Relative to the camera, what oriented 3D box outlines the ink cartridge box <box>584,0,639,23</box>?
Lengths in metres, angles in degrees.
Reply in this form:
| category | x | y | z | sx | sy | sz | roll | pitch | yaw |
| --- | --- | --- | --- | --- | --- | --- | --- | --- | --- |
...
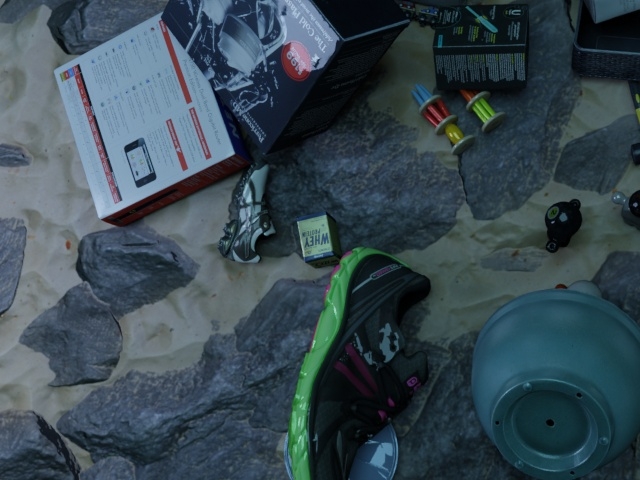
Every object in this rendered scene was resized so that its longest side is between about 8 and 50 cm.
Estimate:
| category | x | y | z | sx | sy | sz | roll | pitch | yaw |
| --- | --- | --- | --- | --- | --- | --- | --- | --- | --- |
| ink cartridge box | 0.551 | -0.513 | 1.704 | 0.239 | 0.060 | 0.275 | -16 | 47 | 9 |

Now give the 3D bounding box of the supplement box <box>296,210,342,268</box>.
| category | x | y | z | sx | sy | sz | roll | pitch | yaw |
| --- | --- | --- | --- | --- | --- | --- | --- | --- | --- |
| supplement box | 0.000 | 0.000 | 1.777 | 0.056 | 0.083 | 0.083 | -13 | 77 | 12 |

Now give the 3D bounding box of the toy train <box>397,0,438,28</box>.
| category | x | y | z | sx | sy | sz | roll | pitch | yaw |
| --- | --- | --- | --- | --- | --- | --- | --- | --- | --- |
| toy train | 0.161 | -0.434 | 1.859 | 0.158 | 0.027 | 0.036 | 18 | 72 | 17 |

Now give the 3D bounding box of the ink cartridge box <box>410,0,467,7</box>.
| category | x | y | z | sx | sy | sz | roll | pitch | yaw |
| --- | --- | --- | --- | --- | --- | --- | --- | --- | --- |
| ink cartridge box | 0.156 | -0.569 | 1.796 | 0.270 | 0.197 | 0.198 | 16 | 83 | 15 |

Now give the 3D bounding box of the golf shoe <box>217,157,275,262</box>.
| category | x | y | z | sx | sy | sz | roll | pitch | yaw |
| --- | --- | --- | --- | --- | --- | --- | --- | --- | --- |
| golf shoe | -0.118 | -0.051 | 1.829 | 0.094 | 0.077 | 0.198 | 20 | 91 | 5 |

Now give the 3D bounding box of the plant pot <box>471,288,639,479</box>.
| category | x | y | z | sx | sy | sz | roll | pitch | yaw |
| --- | --- | --- | --- | --- | --- | --- | --- | --- | --- |
| plant pot | 0.363 | 0.247 | 1.518 | 0.293 | 0.196 | 0.293 | 7 | 113 | 17 |

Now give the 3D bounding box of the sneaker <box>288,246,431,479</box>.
| category | x | y | z | sx | sy | sz | roll | pitch | yaw |
| --- | --- | --- | --- | --- | --- | --- | --- | --- | --- |
| sneaker | 0.071 | 0.240 | 1.637 | 0.202 | 0.185 | 0.482 | 13 | 72 | 10 |

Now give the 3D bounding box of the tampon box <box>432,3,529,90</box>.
| category | x | y | z | sx | sy | sz | roll | pitch | yaw |
| --- | --- | --- | --- | --- | --- | --- | --- | --- | --- |
| tampon box | 0.288 | -0.343 | 1.749 | 0.161 | 0.101 | 0.120 | 2 | 50 | 14 |

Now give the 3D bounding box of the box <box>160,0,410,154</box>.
| category | x | y | z | sx | sy | sz | roll | pitch | yaw |
| --- | --- | --- | --- | --- | --- | --- | --- | --- | --- |
| box | -0.073 | -0.388 | 1.726 | 0.343 | 0.179 | 0.312 | 53 | 138 | 12 |

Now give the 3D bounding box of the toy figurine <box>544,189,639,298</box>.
| category | x | y | z | sx | sy | sz | roll | pitch | yaw |
| --- | --- | --- | --- | --- | --- | --- | --- | --- | --- |
| toy figurine | 0.483 | 0.022 | 1.624 | 0.210 | 0.148 | 0.213 | -12 | 76 | 11 |

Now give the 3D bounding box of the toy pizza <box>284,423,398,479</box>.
| category | x | y | z | sx | sy | sz | roll | pitch | yaw |
| --- | --- | --- | --- | --- | --- | --- | --- | --- | --- |
| toy pizza | 0.036 | 0.368 | 1.718 | 0.201 | 0.032 | 0.201 | -2 | 76 | 9 |

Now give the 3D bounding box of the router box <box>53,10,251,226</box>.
| category | x | y | z | sx | sy | sz | roll | pitch | yaw |
| --- | --- | --- | --- | --- | --- | --- | --- | --- | --- |
| router box | -0.327 | -0.238 | 1.889 | 0.301 | 0.082 | 0.335 | -24 | 74 | 14 |

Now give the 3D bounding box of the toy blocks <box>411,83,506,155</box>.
| category | x | y | z | sx | sy | sz | roll | pitch | yaw |
| --- | --- | --- | --- | --- | --- | --- | --- | --- | --- |
| toy blocks | 0.245 | -0.246 | 1.785 | 0.123 | 0.054 | 0.148 | -37 | 73 | 5 |

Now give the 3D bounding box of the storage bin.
| category | x | y | z | sx | sy | sz | roll | pitch | yaw |
| --- | --- | --- | --- | --- | --- | --- | --- | --- | --- |
| storage bin | 0.535 | -0.353 | 1.711 | 0.180 | 0.084 | 0.122 | 8 | 69 | 14 |

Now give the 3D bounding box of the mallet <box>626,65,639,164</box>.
| category | x | y | z | sx | sy | sz | roll | pitch | yaw |
| --- | --- | --- | --- | --- | --- | --- | --- | --- | --- |
| mallet | 0.551 | -0.221 | 1.720 | 0.062 | 0.039 | 0.189 | -19 | 70 | 11 |
